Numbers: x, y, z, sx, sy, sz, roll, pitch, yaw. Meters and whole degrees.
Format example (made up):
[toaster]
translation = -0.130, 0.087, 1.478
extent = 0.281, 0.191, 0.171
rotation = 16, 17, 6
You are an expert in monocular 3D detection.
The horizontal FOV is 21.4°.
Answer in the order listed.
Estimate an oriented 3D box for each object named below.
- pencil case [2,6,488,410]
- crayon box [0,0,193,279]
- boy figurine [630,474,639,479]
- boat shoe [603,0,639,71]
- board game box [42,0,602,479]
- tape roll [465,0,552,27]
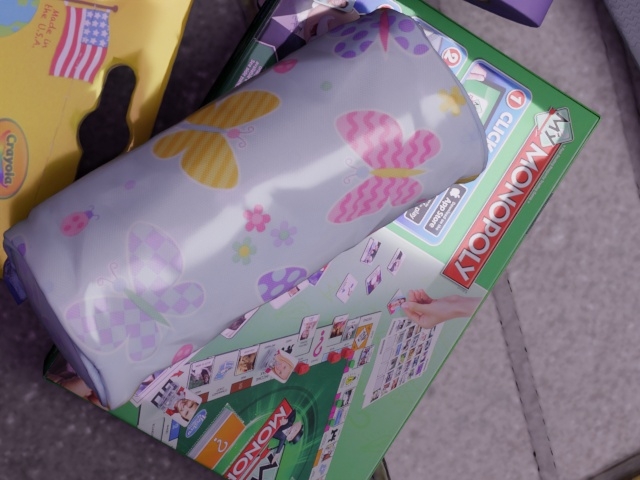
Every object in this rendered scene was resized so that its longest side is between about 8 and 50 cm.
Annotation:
[pencil case]
translation = -0.039, -0.018, 0.946
extent = 0.273, 0.113, 0.124
rotation = -33, 132, -9
[crayon box]
translation = -0.252, -0.103, 0.980
extent = 0.318, 0.081, 0.202
rotation = 18, 98, -11
[boy figurine]
translation = 0.236, 0.224, 1.109
extent = 0.285, 0.092, 0.177
rotation = -18, 105, -8
[boat shoe]
translation = 0.273, -0.090, 1.039
extent = 0.119, 0.121, 0.335
rotation = -38, 119, -28
[board game box]
translation = 0.000, 0.000, 1.054
extent = 0.213, 0.046, 0.317
rotation = 32, 94, -13
[tape roll]
translation = 0.057, -0.196, 0.953
extent = 0.189, 0.189, 0.080
rotation = 26, 97, -12
